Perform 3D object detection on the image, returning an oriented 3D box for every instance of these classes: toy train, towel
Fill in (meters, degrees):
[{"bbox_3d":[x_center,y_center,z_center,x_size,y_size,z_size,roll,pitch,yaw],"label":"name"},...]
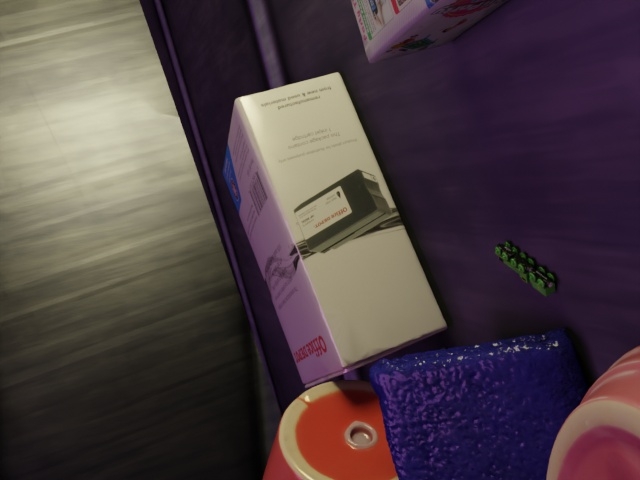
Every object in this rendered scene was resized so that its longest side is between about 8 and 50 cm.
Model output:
[{"bbox_3d":[0.205,0.028,0.695,0.083,0.017,0.023,47,162,53],"label":"toy train"},{"bbox_3d":[0.195,0.252,0.736,0.228,0.076,0.308,-15,97,29],"label":"towel"}]

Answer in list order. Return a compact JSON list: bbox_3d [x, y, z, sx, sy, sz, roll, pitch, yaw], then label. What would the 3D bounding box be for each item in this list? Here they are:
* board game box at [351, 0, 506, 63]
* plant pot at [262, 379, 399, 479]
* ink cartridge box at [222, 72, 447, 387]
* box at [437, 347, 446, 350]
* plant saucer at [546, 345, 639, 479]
[{"bbox_3d":[0.096,-0.297,0.538,0.303,0.097,0.224,168,84,-72],"label":"board game box"},{"bbox_3d":[0.039,0.338,0.917,0.275,0.275,0.243,-130,37,-50],"label":"plant pot"},{"bbox_3d":[0.000,0.000,1.045,0.285,0.166,0.395,127,123,-71],"label":"ink cartridge box"},{"bbox_3d":[0.169,0.265,0.961,0.147,0.077,0.180,99,147,-58],"label":"box"},{"bbox_3d":[0.254,0.236,0.486,0.332,0.084,0.332,178,90,-81],"label":"plant saucer"}]
